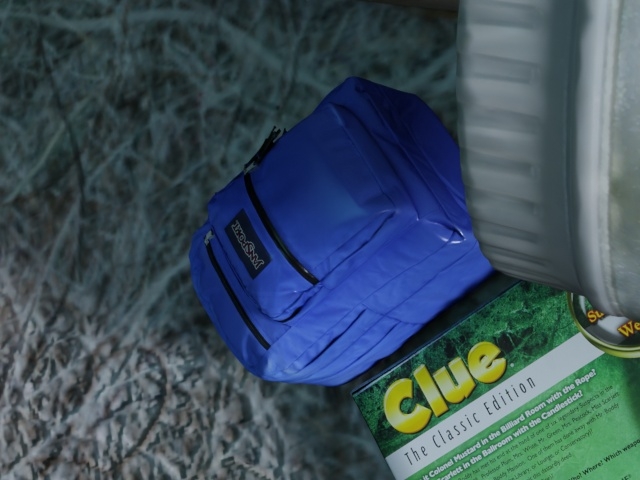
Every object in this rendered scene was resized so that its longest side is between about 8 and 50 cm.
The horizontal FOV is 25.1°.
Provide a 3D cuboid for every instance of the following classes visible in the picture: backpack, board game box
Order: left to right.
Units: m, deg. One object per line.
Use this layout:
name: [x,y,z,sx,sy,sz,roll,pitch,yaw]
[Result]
backpack: [0.000,0.000,0.603,0.120,0.101,0.098,-43,59,26]
board game box: [0.141,0.052,0.552,0.260,0.030,0.136,-36,71,24]

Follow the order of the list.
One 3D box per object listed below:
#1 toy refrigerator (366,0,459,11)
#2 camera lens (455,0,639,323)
toy refrigerator: [0.005,-0.157,0.611,0.269,0.102,0.094,12,92,33]
camera lens: [0.196,-0.067,0.391,0.274,0.219,0.219,9,91,20]
